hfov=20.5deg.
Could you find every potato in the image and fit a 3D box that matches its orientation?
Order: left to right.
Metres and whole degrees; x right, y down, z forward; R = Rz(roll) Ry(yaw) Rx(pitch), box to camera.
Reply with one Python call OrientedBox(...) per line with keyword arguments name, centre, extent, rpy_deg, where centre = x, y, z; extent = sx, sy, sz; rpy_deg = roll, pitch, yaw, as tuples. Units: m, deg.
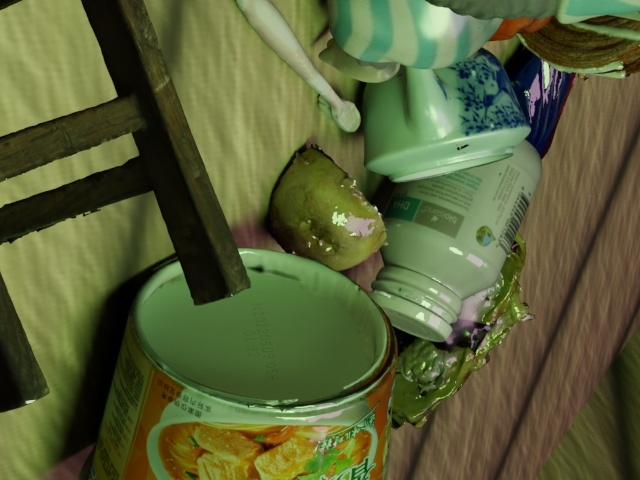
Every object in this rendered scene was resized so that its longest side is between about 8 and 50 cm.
OrientedBox(name="potato", centre=(0.000, 0.000, 1.662), extent=(0.089, 0.100, 0.172), rpy_deg=(-43, 159, -17))

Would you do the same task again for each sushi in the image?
OrientedBox(name="sushi", centre=(0.146, 0.097, 2.056), extent=(0.131, 0.139, 0.291), rpy_deg=(5, 119, -57))

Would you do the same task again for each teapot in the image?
OrientedBox(name="teapot", centre=(0.108, -0.137, 1.648), extent=(0.159, 0.159, 0.232), rpy_deg=(-57, 171, 5))

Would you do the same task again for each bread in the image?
OrientedBox(name="bread", centre=(0.279, -0.259, 1.703), extent=(0.212, 0.224, 0.142), rpy_deg=(-42, 164, 28))

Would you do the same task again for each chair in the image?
OrientedBox(name="chair", centre=(-0.240, -0.121, 0.890), extent=(0.240, 0.416, 0.203), rpy_deg=(-15, -172, 39))

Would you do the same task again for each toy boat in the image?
OrientedBox(name="toy boat", centre=(0.285, -0.208, 1.998), extent=(0.318, 0.072, 0.219), rpy_deg=(-51, 161, -20))

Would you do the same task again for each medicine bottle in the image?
OrientedBox(name="medicine bottle", centre=(0.129, -0.012, 1.804), extent=(0.215, 0.135, 0.135), rpy_deg=(-65, 161, -12))

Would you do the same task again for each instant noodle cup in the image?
OrientedBox(name="instant noodle cup", centre=(-0.062, 0.152, 1.526), extent=(0.296, 0.296, 0.214), rpy_deg=(-31, 140, -46))

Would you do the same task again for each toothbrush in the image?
OrientedBox(name="toothbrush", centre=(-0.021, -0.153, 1.491), extent=(0.025, 0.029, 0.307), rpy_deg=(-56, 156, -5))

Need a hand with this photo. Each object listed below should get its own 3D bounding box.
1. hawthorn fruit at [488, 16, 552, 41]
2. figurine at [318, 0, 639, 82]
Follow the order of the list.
OrientedBox(name="hawthorn fruit", centre=(0.164, -0.240, 1.621), extent=(0.128, 0.128, 0.128), rpy_deg=(-44, 156, -26))
OrientedBox(name="figurine", centre=(0.180, -0.216, 1.338), extent=(0.266, 0.377, 0.361), rpy_deg=(-44, 155, -27))
